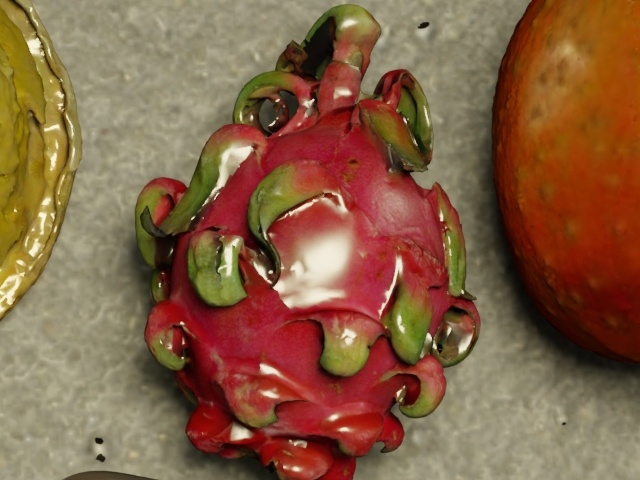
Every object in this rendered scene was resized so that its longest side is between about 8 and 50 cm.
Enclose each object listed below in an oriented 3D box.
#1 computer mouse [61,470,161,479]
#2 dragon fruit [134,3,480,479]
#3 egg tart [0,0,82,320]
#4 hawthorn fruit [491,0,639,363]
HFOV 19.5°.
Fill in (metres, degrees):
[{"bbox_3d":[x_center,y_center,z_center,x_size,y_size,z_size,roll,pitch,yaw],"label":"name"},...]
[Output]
[{"bbox_3d":[-0.061,0.207,1.106,0.232,0.057,0.120,12,69,-12],"label":"computer mouse"},{"bbox_3d":[-0.003,0.009,1.132,0.218,0.198,0.273,18,42,5],"label":"dragon fruit"},{"bbox_3d":[-0.304,-0.071,1.082,0.345,0.132,0.345,2,83,-18],"label":"egg tart"},{"bbox_3d":[0.237,-0.036,1.158,0.275,0.275,0.300,0,85,-13],"label":"hawthorn fruit"}]
